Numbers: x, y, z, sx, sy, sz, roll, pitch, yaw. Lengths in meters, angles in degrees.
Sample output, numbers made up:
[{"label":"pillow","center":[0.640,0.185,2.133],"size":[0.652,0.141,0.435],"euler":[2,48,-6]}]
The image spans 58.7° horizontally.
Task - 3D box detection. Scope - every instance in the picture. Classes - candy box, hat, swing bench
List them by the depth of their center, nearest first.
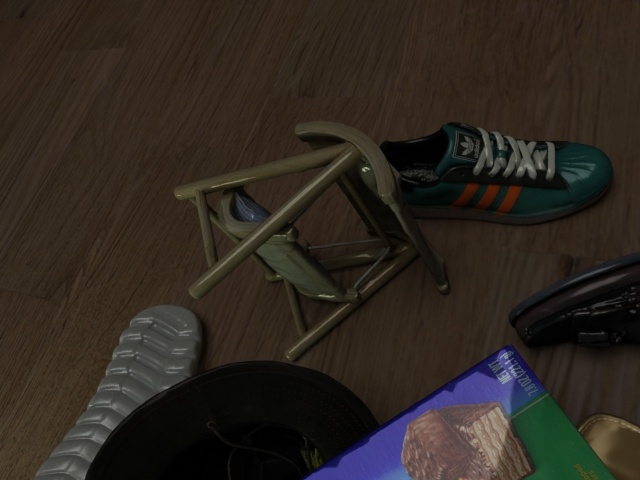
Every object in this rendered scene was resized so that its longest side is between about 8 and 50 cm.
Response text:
[{"label":"candy box","center":[0.109,0.289,0.487],"size":[0.317,0.122,0.268],"euler":[-33,65,-2]},{"label":"hat","center":[-0.091,0.267,0.647],"size":[0.331,0.331,0.134],"euler":[-41,14,-1]},{"label":"swing bench","center":[0.000,0.000,0.717],"size":[0.255,0.253,0.165],"euler":[-26,53,10]}]

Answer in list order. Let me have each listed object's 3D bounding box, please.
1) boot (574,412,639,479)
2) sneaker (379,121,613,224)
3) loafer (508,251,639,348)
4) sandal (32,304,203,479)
[{"label":"boot","center":[0.315,0.226,0.453],"size":[0.095,0.203,0.262],"euler":[-41,53,-2]},{"label":"sneaker","center":[0.216,-0.093,0.747],"size":[0.302,0.121,0.108],"euler":[-2,61,25]},{"label":"loafer","center":[0.358,0.063,0.596],"size":[0.302,0.109,0.095],"euler":[-21,58,10]},{"label":"sandal","center":[-0.258,0.281,0.785],"size":[0.169,0.102,0.416],"euler":[10,53,15]}]
